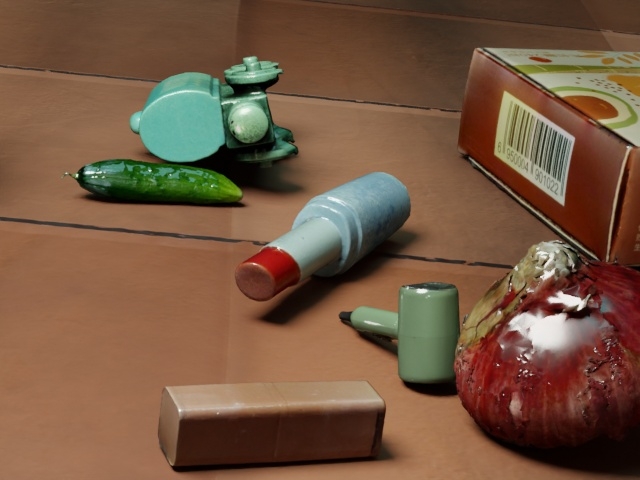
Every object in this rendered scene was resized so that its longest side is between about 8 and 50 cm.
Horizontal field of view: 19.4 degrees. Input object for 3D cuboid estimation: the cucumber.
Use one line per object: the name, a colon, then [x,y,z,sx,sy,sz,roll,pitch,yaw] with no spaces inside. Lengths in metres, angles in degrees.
cucumber: [-0.154,-0.053,1.713,0.168,0.039,0.039,4,20,-14]

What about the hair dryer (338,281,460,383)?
hair dryer: [0.055,0.064,1.433,0.047,0.071,0.150,-3,6,-29]

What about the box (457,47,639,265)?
box: [0.381,-0.087,1.855,0.385,0.122,0.344,-1,21,-20]

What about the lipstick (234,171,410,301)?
lipstick: [0.000,0.000,1.565,0.061,0.068,0.274,20,22,18]

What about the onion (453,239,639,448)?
onion: [0.179,0.065,1.333,0.184,0.147,0.184,-6,26,3]

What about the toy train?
toy train: [-0.105,-0.121,1.811,0.159,0.101,0.248,-6,9,-1]

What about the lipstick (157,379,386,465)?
lipstick: [-0.032,0.121,1.253,0.145,0.045,0.045,0,23,-20]
